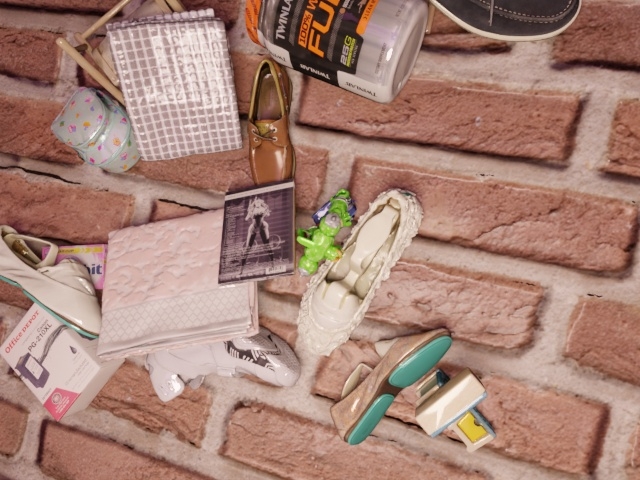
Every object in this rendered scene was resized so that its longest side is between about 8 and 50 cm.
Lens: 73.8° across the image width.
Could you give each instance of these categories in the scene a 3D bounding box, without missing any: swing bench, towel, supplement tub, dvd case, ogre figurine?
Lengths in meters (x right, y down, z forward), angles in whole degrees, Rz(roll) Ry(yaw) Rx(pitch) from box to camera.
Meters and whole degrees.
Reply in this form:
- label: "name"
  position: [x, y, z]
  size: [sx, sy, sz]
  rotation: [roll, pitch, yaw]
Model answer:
- label: "swing bench"
  position: [-0.388, -0.427, 0.975]
  size: [0.253, 0.165, 0.255]
  rotation: [-35, 122, 7]
- label: "towel"
  position: [-0.294, -0.317, 0.894]
  size: [0.234, 0.121, 0.284]
  rotation: [-10, 122, -9]
- label: "towel"
  position: [-0.304, 0.077, 0.915]
  size: [0.331, 0.053, 0.317]
  rotation: [-11, 57, 0]
- label: "supplement tub"
  position: [0.030, -0.434, 0.878]
  size: [0.337, 0.207, 0.207]
  rotation: [25, 92, 13]
- label: "dvd case"
  position: [-0.130, -0.020, 0.889]
  size: [0.164, 0.018, 0.221]
  rotation: [-10, 62, 15]
- label: "ogre figurine"
  position: [0.000, 0.000, 0.846]
  size: [0.197, 0.118, 0.097]
  rotation: [-41, 99, 19]

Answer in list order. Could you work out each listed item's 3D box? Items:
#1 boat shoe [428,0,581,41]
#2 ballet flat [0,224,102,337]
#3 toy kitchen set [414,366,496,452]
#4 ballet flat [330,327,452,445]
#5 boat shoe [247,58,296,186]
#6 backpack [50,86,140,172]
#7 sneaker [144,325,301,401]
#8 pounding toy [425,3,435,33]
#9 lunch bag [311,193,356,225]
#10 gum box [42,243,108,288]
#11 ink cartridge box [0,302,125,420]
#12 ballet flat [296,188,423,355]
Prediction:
- label: "boat shoe"
  position: [0.288, -0.539, 0.809]
  size: [0.499, 0.156, 0.187]
  rotation: [24, 92, -9]
- label: "ballet flat"
  position: [-0.629, 0.077, 0.978]
  size: [0.400, 0.139, 0.139]
  rotation: [26, 93, 13]
- label: "toy kitchen set"
  position: [0.274, 0.320, 0.783]
  size: [0.122, 0.207, 0.166]
  rotation: [-43, 80, 8]
- label: "ballet flat"
  position: [0.128, 0.273, 0.875]
  size: [0.316, 0.107, 0.106]
  rotation: [-48, 44, 5]
- label: "boat shoe"
  position: [-0.120, -0.243, 0.951]
  size: [0.110, 0.104, 0.308]
  rotation: [-3, 88, 9]
- label: "backpack"
  position: [-0.524, -0.259, 1.023]
  size: [0.188, 0.144, 0.166]
  rotation: [37, 89, 9]
- label: "sneaker"
  position: [-0.227, 0.269, 0.936]
  size: [0.365, 0.137, 0.210]
  rotation: [26, 93, 17]
- label: "pounding toy"
  position: [0.151, -0.571, 0.909]
  size: [0.236, 0.110, 0.183]
  rotation: [20, 92, 13]
- label: "lunch bag"
  position: [0.036, -0.058, 0.926]
  size: [0.098, 0.067, 0.065]
  rotation: [-40, 95, 11]
- label: "gum box"
  position: [-0.599, 0.068, 1.060]
  size: [0.188, 0.062, 0.107]
  rotation: [-3, 87, 12]
- label: "ink cartridge box"
  position: [-0.627, 0.278, 1.035]
  size: [0.237, 0.100, 0.172]
  rotation: [41, 95, 11]
- label: "ballet flat"
  position: [0.064, 0.061, 0.883]
  size: [0.147, 0.147, 0.409]
  rotation: [32, 95, 12]
